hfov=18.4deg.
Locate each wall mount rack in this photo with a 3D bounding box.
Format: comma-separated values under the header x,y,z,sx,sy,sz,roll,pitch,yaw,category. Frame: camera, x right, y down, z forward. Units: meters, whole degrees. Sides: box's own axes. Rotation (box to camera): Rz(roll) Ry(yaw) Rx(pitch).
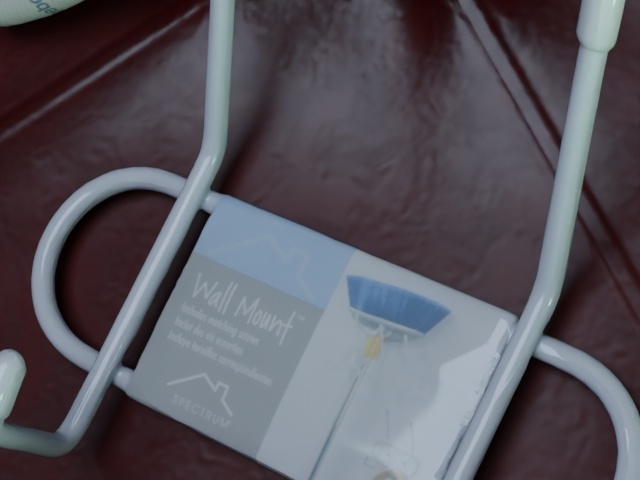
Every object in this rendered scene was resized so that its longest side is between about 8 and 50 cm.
x,y,z,sx,sy,sz,roll,pitch,yaw,category
0.000,0.000,0.923,0.350,0.130,0.304,23,85,26,wall mount rack

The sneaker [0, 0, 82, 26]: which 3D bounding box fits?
x,y,z,sx,sy,sz,roll,pitch,yaw,category
-0.179,-0.254,1.090,0.129,0.111,0.297,-25,66,22,sneaker
